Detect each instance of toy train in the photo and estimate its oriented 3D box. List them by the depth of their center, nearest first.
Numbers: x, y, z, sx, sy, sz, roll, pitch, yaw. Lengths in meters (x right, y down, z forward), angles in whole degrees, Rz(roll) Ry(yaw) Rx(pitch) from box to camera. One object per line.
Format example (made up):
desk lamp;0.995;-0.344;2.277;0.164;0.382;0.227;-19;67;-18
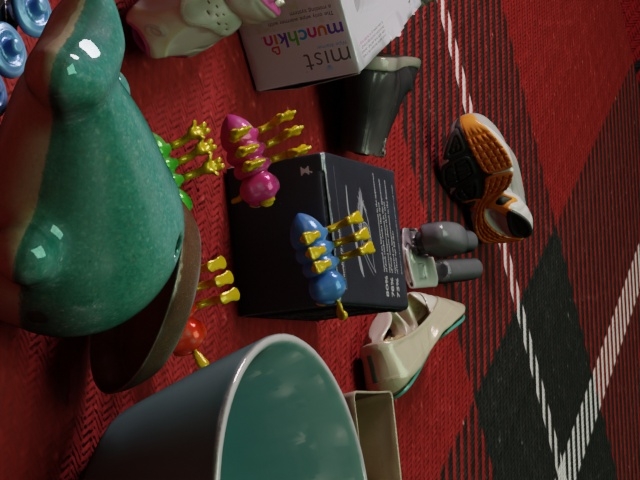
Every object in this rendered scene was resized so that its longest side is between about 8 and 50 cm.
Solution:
toy train;-0.260;-0.152;1.294;0.105;0.080;0.184;56;34;-31

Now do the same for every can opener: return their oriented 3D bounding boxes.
can opener;0.157;0.020;2.265;0.280;0.093;0.074;4;77;-73

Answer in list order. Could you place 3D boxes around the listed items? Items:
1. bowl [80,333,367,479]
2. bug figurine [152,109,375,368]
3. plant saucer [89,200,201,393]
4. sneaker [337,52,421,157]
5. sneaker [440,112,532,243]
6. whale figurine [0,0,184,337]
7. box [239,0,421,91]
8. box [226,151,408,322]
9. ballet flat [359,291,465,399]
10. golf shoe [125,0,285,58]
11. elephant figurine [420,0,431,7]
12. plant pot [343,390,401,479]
bowl;-0.085;0.238;1.460;0.311;0.163;0.311;-9;90;-68
bug figurine;-0.079;-0.008;1.632;0.279;0.072;0.216;-16;87;-47
plant saucer;-0.134;0.041;1.428;0.029;0.168;0.168;18;58;-25
sneaker;0.059;-0.160;2.120;0.222;0.083;0.118;-24;123;-75
sneaker;0.219;-0.106;2.474;0.262;0.099;0.121;64;19;-54
whale figurine;-0.160;-0.047;1.291;0.216;0.141;0.272;-72;179;-46
box;-0.001;-0.311;1.930;0.262;0.127;0.231;-55;133;-61
box;0.000;0.000;1.839;0.207;0.108;0.153;11;72;-67
ballet flat;0.103;0.103;2.112;0.248;0.086;0.086;-45;123;-63
golf shoe;-0.113;-0.232;1.664;0.115;0.140;0.306;58;4;-9
elephant figurine;0.075;-0.388;2.143;0.239;0.169;0.186;62;-5;-6
plant pot;0.014;0.208;1.811;0.109;0.096;0.109;11;72;-67
